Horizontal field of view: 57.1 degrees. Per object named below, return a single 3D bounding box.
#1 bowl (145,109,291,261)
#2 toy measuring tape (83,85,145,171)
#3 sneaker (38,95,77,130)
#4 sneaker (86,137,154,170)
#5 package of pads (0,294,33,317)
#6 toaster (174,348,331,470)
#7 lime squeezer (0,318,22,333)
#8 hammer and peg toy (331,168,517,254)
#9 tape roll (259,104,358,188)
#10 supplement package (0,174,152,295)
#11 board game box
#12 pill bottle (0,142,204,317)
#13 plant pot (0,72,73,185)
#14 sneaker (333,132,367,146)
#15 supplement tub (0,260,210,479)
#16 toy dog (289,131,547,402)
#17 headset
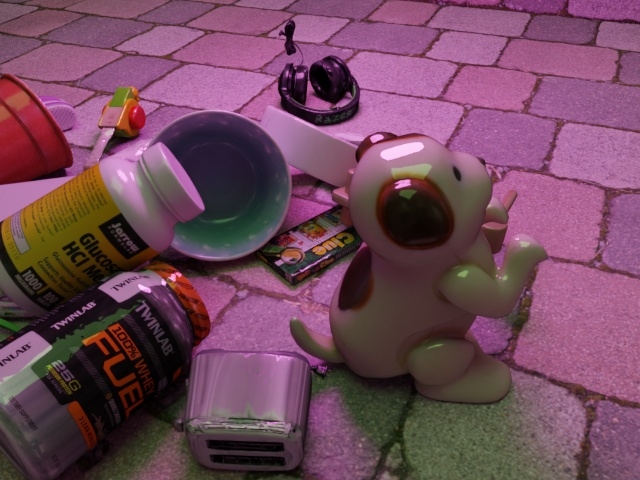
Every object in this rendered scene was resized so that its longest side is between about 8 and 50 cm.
[{"bbox_3d":[-0.227,-0.123,1.274,0.312,0.311,0.163,-9,12,-9],"label":"bowl"},{"bbox_3d":[-0.579,-0.302,1.673,0.122,0.121,0.330,5,61,9],"label":"toy measuring tape"},{"bbox_3d":[-0.888,-0.371,1.759,0.282,0.102,0.161,-11,34,-28],"label":"sneaker"},{"bbox_3d":[-0.473,-0.185,1.506,0.305,0.114,0.152,-29,31,-36],"label":"sneaker"},{"bbox_3d":[-0.587,0.126,1.141,0.083,0.031,0.050,0,20,2],"label":"package of pads"},{"bbox_3d":[-0.100,0.255,0.887,0.227,0.129,0.146,2,42,2],"label":"toaster"},{"bbox_3d":[-0.667,0.159,1.090,0.311,0.058,0.110,-4,37,-4],"label":"lime squeezer"},{"bbox_3d":[0.239,-0.059,1.246,0.361,0.127,0.266,27,32,31],"label":"hammer and peg toy"},{"bbox_3d":[-0.012,-0.214,1.388,0.286,0.100,0.286,25,11,-5],"label":"tape roll"},{"bbox_3d":[-0.510,-0.018,1.213,0.293,0.175,0.177,-9,38,-9],"label":"supplement package"},{"bbox_3d":[0.000,0.000,1.289,0.260,0.030,0.136,-29,47,-30],"label":"board game box"},{"bbox_3d":[-0.381,-0.025,1.021,0.334,0.188,0.188,-32,42,0],"label":"pill bottle"},{"bbox_3d":[-0.813,-0.228,1.452,0.272,0.272,0.265,27,55,32],"label":"plant pot"},{"bbox_3d":[0.124,-0.239,1.552,0.235,0.090,0.095,24,35,28],"label":"sneaker"},{"bbox_3d":[-0.350,0.186,0.919,0.207,0.207,0.338,25,45,30],"label":"supplement tub"},{"bbox_3d":[0.145,0.020,0.947,0.396,0.407,0.284,0,37,1],"label":"toy dog"},{"bbox_3d":[-0.027,-0.522,1.836,0.244,0.185,0.394,-16,51,-18],"label":"headset"}]
